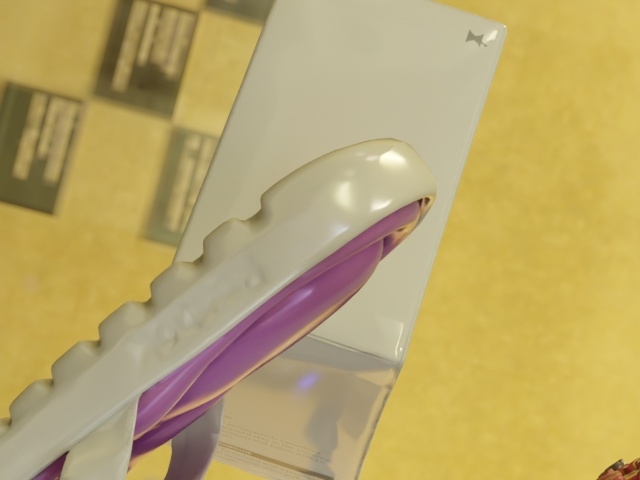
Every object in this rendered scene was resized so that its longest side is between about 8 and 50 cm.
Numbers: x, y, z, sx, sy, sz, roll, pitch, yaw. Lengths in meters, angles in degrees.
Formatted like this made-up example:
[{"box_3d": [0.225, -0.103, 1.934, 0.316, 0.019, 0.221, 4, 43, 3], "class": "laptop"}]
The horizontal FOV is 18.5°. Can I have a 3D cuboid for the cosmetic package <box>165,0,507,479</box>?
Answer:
[{"box_3d": [0.000, 0.000, 1.147, 0.224, 0.138, 0.224, 106, 3, -62], "class": "cosmetic package"}]

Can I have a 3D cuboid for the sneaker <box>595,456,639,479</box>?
[{"box_3d": [0.119, 0.153, 0.763, 0.121, 0.112, 0.299, -38, 170, 8], "class": "sneaker"}]

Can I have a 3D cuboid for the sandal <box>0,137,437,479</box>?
[{"box_3d": [-0.092, 0.116, 0.912, 0.416, 0.102, 0.169, -45, 167, 25], "class": "sandal"}]
